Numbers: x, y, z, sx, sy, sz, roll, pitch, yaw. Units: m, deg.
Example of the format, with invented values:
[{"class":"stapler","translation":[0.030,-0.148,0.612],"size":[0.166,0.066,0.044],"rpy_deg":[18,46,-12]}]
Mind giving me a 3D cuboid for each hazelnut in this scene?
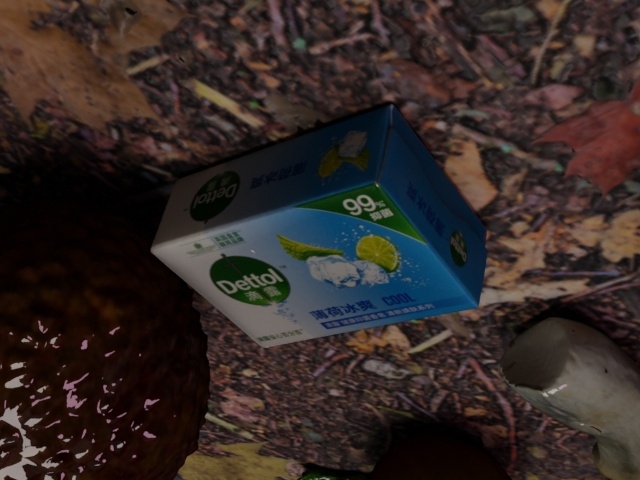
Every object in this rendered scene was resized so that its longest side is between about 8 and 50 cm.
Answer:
[{"class":"hazelnut","translation":[0.120,0.299,0.928],"size":[0.210,0.210,0.186],"rpy_deg":[-11,176,30]}]

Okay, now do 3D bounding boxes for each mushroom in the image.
[{"class":"mushroom","translation":[0.236,0.143,0.780],"size":[0.092,0.081,0.223],"rpy_deg":[-33,128,23]}]

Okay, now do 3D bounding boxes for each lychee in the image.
[{"class":"lychee","translation":[-0.200,0.091,0.724],"size":[0.260,0.261,0.261],"rpy_deg":[9,143,7]}]

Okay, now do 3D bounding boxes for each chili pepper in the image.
[{"class":"chili pepper","translation":[0.020,0.273,1.071],"size":[0.091,0.034,0.030],"rpy_deg":[9,110,9]}]

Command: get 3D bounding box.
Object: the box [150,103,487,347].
[{"class":"box","translation":[0.001,-0.001,0.672],"size":[0.194,0.073,0.139],"rpy_deg":[-15,135,34]}]
